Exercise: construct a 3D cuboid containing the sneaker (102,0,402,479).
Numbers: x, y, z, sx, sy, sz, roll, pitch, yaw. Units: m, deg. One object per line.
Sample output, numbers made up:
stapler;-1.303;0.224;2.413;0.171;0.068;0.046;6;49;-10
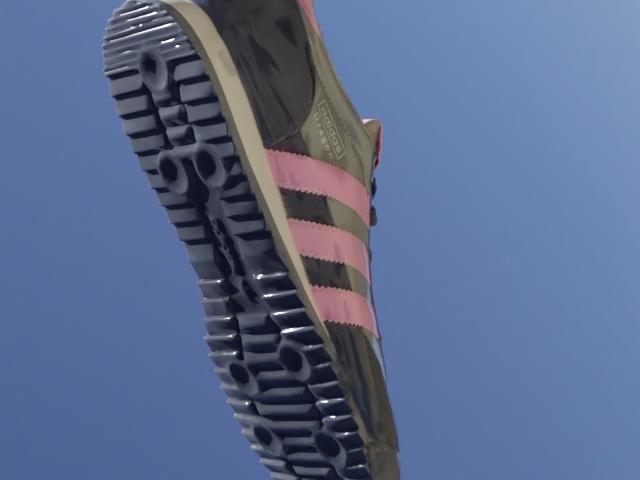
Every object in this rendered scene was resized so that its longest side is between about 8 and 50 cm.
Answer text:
sneaker;0.000;0.000;0.958;0.131;0.112;0.319;-34;-63;-37
